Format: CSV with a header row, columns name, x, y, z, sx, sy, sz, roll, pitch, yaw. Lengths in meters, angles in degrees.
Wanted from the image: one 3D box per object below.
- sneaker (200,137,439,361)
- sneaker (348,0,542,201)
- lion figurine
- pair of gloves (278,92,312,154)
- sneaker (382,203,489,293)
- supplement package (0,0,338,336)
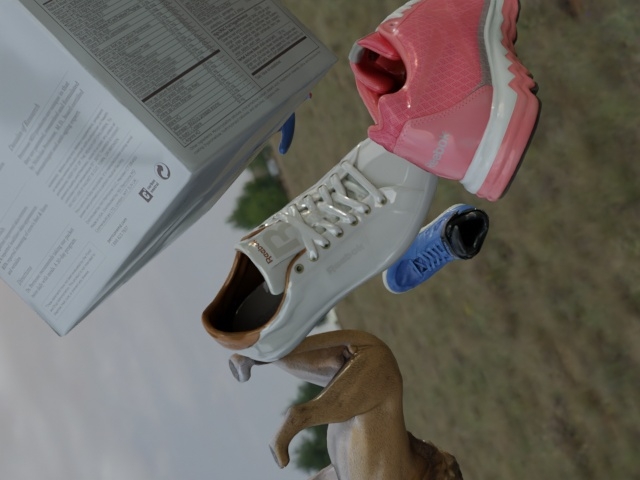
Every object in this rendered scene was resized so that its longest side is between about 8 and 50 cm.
name,x,y,z,sx,sy,sz,roll,pitch,yaw
sneaker,0.000,0.000,1.116,0.106,0.290,0.123,44,-170,28
sneaker,0.091,-0.164,0.974,0.314,0.136,0.116,-92,19,-52
lion figurine,0.049,0.226,1.370,0.142,0.240,0.392,50,158,47
pair of gloves,-0.102,-0.197,1.542,0.198,0.159,0.023,44,143,-1
sneaker,0.146,0.012,1.464,0.058,0.152,0.084,54,171,-12
supplement package,-0.173,-0.121,0.799,0.263,0.199,0.198,44,-140,-1
